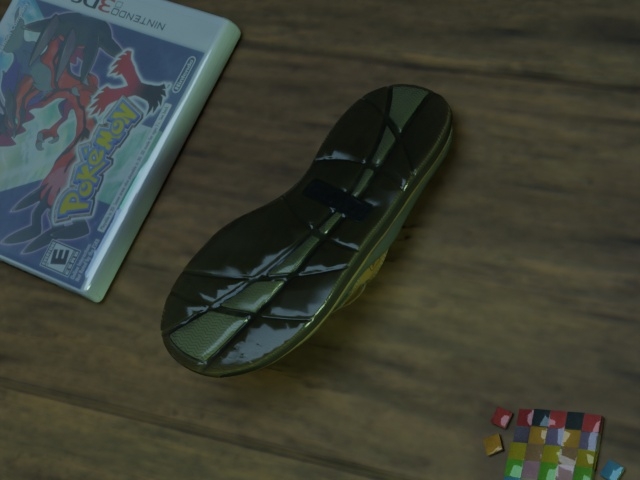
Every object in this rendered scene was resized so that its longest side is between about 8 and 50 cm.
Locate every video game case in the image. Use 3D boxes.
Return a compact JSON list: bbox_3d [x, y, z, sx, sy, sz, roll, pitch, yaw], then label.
[{"bbox_3d":[-0.168,-0.077,1.278,0.183,0.023,0.201,21,80,34],"label":"video game case"}]

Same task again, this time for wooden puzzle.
[{"bbox_3d":[0.124,0.115,1.039,0.083,0.006,0.049,2,70,30],"label":"wooden puzzle"}]

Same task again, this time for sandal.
[{"bbox_3d":[0.000,0.000,1.134,0.090,0.060,0.219,29,70,29],"label":"sandal"}]
